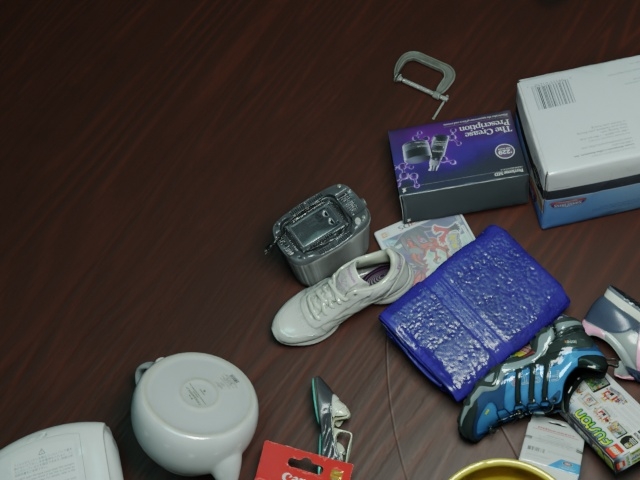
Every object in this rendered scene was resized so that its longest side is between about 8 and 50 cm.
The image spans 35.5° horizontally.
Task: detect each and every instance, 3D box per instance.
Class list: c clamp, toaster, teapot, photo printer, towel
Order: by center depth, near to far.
[{"bbox_3d":[-0.489,0.499,1.871,0.256,0.107,0.307,-18,62,0],"label":"photo printer"},{"bbox_3d":[-0.245,0.345,1.877,0.252,0.187,0.256,13,38,-5],"label":"teapot"},{"bbox_3d":[0.295,0.137,1.915,0.308,0.076,0.227,-38,71,-11],"label":"towel"},{"bbox_3d":[0.000,0.000,2.021,0.227,0.146,0.129,-34,63,-9],"label":"toaster"},{"bbox_3d":[0.228,-0.357,2.234,0.160,0.022,0.137,33,73,22],"label":"c clamp"}]

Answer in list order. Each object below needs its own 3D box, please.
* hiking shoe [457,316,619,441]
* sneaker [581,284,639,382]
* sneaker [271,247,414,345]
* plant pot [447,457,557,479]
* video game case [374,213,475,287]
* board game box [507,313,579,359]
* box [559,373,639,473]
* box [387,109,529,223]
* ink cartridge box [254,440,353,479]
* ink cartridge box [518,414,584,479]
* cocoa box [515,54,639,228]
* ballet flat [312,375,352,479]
[{"bbox_3d":[0.380,0.273,1.808,0.304,0.113,0.132,-44,54,9],"label":"hiking shoe"},{"bbox_3d":[0.622,0.231,1.852,0.319,0.112,0.131,45,104,21],"label":"sneaker"},{"bbox_3d":[0.031,0.098,1.960,0.305,0.152,0.114,-29,64,2],"label":"sneaker"},{"bbox_3d":[0.304,0.515,1.665,0.254,0.239,0.254,-3,63,6],"label":"plant pot"},{"bbox_3d":[0.232,0.031,2.040,0.183,0.023,0.201,-24,63,-3],"label":"video game case"},{"bbox_3d":[0.379,0.178,1.936,0.201,0.035,0.136,23,70,19],"label":"board game box"},{"bbox_3d":[0.512,0.315,1.795,0.114,0.036,0.207,-28,36,-7],"label":"box"},{"bbox_3d":[0.282,-0.153,2.067,0.261,0.103,0.184,-10,56,4],"label":"box"},{"bbox_3d":[-0.054,0.494,1.807,0.181,0.056,0.225,12,84,15],"label":"ink cartridge box"},{"bbox_3d":[0.410,0.385,1.783,0.104,0.180,0.060,13,110,15],"label":"ink cartridge box"},{"bbox_3d":[0.580,-0.199,1.984,0.347,0.228,0.231,-12,62,3],"label":"cocoa box"},{"bbox_3d":[0.025,0.354,1.886,0.074,0.074,0.203,-6,69,6],"label":"ballet flat"}]
